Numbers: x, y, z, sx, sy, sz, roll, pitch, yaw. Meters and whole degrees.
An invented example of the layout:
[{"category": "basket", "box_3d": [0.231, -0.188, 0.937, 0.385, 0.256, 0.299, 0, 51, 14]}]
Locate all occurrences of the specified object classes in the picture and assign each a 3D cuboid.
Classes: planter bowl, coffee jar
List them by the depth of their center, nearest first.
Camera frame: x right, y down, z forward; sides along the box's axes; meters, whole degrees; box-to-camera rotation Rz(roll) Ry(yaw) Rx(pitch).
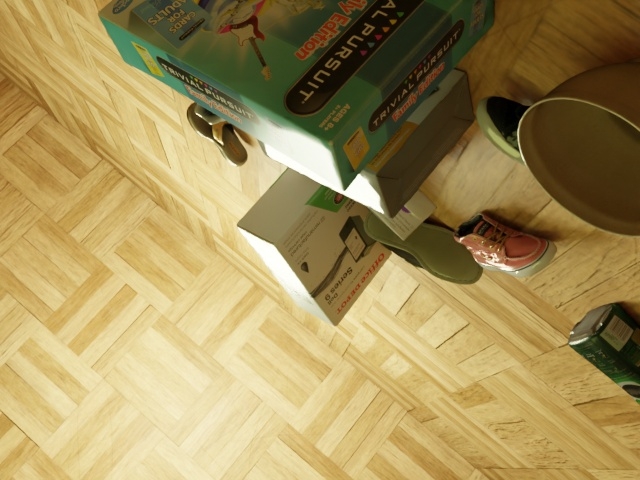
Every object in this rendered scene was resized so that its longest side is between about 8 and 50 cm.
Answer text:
[{"category": "planter bowl", "box_3d": [0.281, -0.098, 0.626, 0.162, 0.109, 0.162, 42, 164, 14]}, {"category": "coffee jar", "box_3d": [0.460, 0.178, 0.994, 0.184, 0.079, 0.096, 41, 161, 3]}]

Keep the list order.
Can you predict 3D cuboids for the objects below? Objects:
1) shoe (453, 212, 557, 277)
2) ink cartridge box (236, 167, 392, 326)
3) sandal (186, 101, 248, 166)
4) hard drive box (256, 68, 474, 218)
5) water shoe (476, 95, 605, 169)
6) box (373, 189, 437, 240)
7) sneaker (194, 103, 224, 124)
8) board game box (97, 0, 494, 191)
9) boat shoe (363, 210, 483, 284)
[{"category": "shoe", "box_3d": [0.265, 0.004, 1.014, 0.081, 0.063, 0.178, 40, 169, -13]}, {"category": "ink cartridge box", "box_3d": [0.000, 0.000, 1.354, 0.121, 0.211, 0.289, 25, 158, 41]}, {"category": "sandal", "box_3d": [-0.215, -0.235, 1.495, 0.049, 0.072, 0.180, -7, 133, 49]}, {"category": "hard drive box", "box_3d": [0.048, -0.158, 0.882, 0.232, 0.181, 0.089, 29, 160, 35]}, {"category": "water shoe", "box_3d": [0.267, -0.109, 0.741, 0.203, 0.073, 0.080, 36, 142, 5]}, {"category": "box", "box_3d": [0.098, -0.065, 1.025, 0.067, 0.063, 0.324, 45, -176, -7]}, {"category": "sneaker", "box_3d": [-0.099, -0.244, 1.016, 0.099, 0.121, 0.262, 48, 143, -7]}, {"category": "board game box", "box_3d": [-0.030, -0.235, 0.726, 0.336, 0.254, 0.079, 32, 161, 27]}, {"category": "boat shoe", "box_3d": [0.185, 0.010, 1.202, 0.227, 0.081, 0.068, 30, 180, 23]}]
